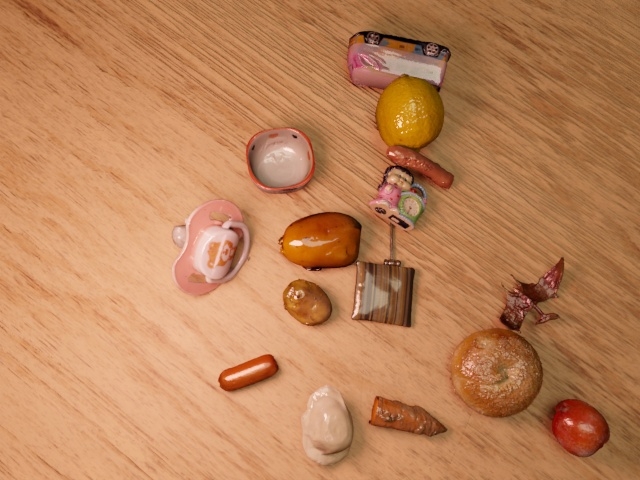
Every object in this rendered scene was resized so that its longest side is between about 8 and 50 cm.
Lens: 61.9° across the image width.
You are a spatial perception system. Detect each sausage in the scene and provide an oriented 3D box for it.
[{"bbox_3d":[-0.233,0.428,1.719,0.197,0.076,0.076,-19,76,-8],"label":"sausage"},{"bbox_3d":[0.363,-0.267,1.912,0.304,0.078,0.078,23,71,-29],"label":"sausage"}]

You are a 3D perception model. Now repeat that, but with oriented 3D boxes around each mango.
[{"bbox_3d":[0.000,0.000,1.821,0.287,0.153,0.201,-10,59,-11],"label":"mango"}]

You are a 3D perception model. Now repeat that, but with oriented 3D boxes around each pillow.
[{"bbox_3d":[0.216,0.183,1.836,0.212,0.052,0.208,8,77,-6],"label":"pillow"}]

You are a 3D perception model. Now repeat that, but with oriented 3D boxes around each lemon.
[{"bbox_3d":[0.321,-0.452,1.927,0.267,0.267,0.268,1,74,-4],"label":"lemon"}]

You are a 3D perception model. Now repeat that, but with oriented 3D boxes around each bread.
[{"bbox_3d":[0.580,0.429,1.740,0.305,0.159,0.306,1,75,-5],"label":"bread"}]

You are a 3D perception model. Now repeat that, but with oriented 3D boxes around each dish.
[{"bbox_3d":[-0.142,-0.271,1.904,0.256,0.117,0.256,1,75,-4],"label":"dish"}]

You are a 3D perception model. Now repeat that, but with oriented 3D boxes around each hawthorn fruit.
[{"bbox_3d":[0.826,0.596,1.710,0.172,0.173,0.173,1,74,-4],"label":"hawthorn fruit"}]

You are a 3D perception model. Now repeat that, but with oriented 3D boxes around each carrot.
[{"bbox_3d":[0.287,0.578,1.718,0.263,0.102,0.102,18,73,-5],"label":"carrot"}]

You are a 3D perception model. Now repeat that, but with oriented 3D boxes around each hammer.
[{"bbox_3d":[0.258,-0.044,1.921,0.058,0.029,0.292,4,72,-5],"label":"hammer"}]

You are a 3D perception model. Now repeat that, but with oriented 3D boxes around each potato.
[{"bbox_3d":[-0.046,0.205,1.775,0.137,0.137,0.176,-45,103,-15],"label":"potato"}]

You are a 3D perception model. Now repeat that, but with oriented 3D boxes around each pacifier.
[{"bbox_3d":[-0.377,0.017,1.750,0.273,0.220,0.332,19,96,2],"label":"pacifier"}]

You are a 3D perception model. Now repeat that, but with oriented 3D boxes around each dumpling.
[{"bbox_3d":[0.020,0.580,1.669,0.162,0.132,0.250,-6,90,-15],"label":"dumpling"}]

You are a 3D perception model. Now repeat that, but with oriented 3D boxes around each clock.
[{"bbox_3d":[0.288,-0.156,1.906,0.194,0.100,0.196,31,66,-11],"label":"clock"}]

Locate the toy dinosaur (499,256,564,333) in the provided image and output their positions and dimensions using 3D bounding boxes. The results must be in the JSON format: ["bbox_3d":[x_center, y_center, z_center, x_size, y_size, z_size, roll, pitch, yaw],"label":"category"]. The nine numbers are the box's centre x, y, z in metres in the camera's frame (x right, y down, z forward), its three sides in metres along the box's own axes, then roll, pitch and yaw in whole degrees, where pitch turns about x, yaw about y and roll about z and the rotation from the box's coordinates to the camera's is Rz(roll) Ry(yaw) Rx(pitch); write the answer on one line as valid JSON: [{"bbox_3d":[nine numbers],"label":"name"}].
[{"bbox_3d":[0.713,0.197,1.824,0.327,0.113,0.207,-10,64,-14],"label":"toy dinosaur"}]

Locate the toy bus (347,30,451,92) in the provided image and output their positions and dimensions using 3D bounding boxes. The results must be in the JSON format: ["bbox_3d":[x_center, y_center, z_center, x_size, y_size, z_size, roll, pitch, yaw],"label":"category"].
[{"bbox_3d":[0.284,-0.659,2.024,0.386,0.171,0.163,12,73,0],"label":"toy bus"}]
